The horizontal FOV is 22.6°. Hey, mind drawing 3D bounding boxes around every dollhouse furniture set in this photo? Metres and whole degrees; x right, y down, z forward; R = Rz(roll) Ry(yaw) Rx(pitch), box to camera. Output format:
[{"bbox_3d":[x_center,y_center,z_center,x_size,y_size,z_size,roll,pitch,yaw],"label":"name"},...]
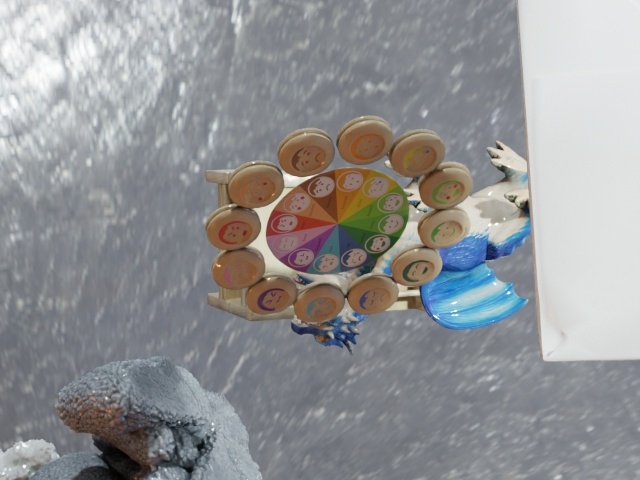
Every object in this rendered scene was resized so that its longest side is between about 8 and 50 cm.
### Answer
[{"bbox_3d":[0.000,0.000,1.474,0.184,0.129,0.129,-2,96,-23],"label":"dollhouse furniture set"}]

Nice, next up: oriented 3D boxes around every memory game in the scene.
[{"bbox_3d":[0.014,-0.009,1.065,0.186,0.186,0.012,-8,46,-9],"label":"memory game"}]

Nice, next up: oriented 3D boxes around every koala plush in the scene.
[{"bbox_3d":[-0.184,0.226,1.424,0.221,0.203,0.196,-35,85,16],"label":"koala plush"}]

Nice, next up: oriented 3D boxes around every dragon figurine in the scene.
[{"bbox_3d":[0.111,0.008,1.221,0.289,0.144,0.085,-6,40,-19],"label":"dragon figurine"}]

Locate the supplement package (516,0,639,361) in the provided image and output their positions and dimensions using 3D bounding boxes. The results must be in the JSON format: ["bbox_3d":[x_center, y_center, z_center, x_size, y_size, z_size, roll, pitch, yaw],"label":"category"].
[{"bbox_3d":[0.226,-0.064,0.706,0.262,0.145,0.204,-2,103,13],"label":"supplement package"}]
